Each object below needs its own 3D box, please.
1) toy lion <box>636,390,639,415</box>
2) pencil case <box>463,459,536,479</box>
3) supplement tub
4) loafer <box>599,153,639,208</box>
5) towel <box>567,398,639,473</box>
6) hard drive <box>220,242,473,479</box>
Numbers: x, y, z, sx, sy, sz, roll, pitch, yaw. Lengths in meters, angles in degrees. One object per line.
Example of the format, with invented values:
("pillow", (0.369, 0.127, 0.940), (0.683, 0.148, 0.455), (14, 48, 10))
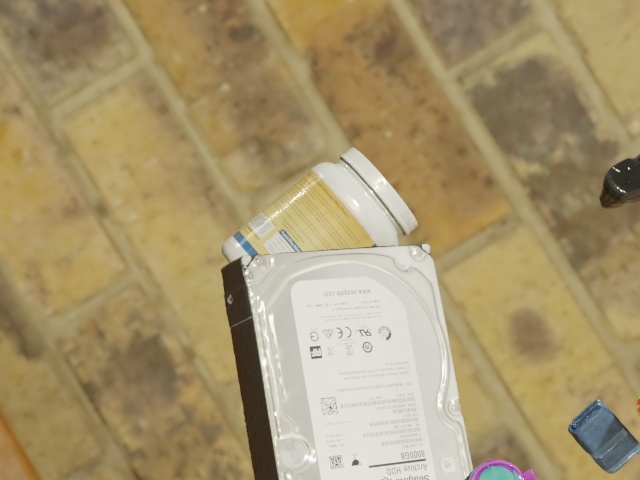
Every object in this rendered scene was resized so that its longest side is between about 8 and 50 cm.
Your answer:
("toy lion", (0.481, 0.211, 2.312), (0.096, 0.100, 0.034), (10, -26, 48))
("pencil case", (0.149, 0.259, 1.594), (0.152, 0.070, 0.064), (117, -44, -60))
("supplement tub", (0.000, 0.000, 1.986), (0.144, 0.199, 0.144), (50, -2, 3))
("loafer", (0.441, -0.089, 2.259), (0.062, 0.170, 0.061), (62, -25, 22))
("towel", (0.407, 0.283, 2.428), (0.119, 0.067, 0.029), (46, 6, -34))
("hard drive", (0.036, 0.176, 1.763), (0.064, 0.237, 0.339), (-27, -111, 58))
